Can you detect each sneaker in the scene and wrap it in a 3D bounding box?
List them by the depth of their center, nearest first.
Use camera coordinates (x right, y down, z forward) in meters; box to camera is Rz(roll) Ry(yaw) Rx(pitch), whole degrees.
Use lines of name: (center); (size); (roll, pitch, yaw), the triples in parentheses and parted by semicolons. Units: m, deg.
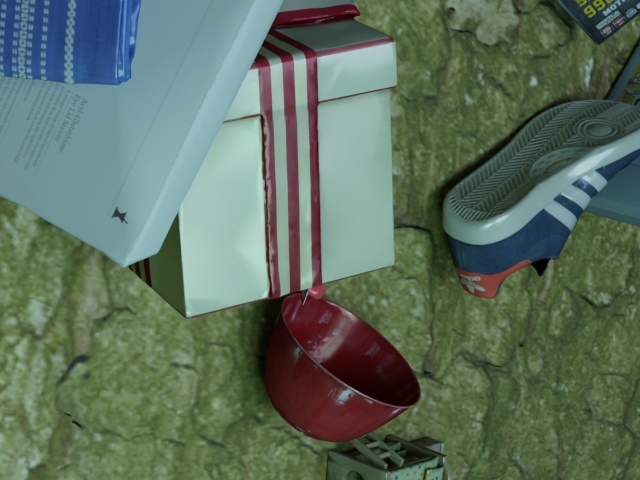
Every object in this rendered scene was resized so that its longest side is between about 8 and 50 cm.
sneaker: (0.279, -0.050, 2.136); (0.350, 0.131, 0.148); (-31, 131, -31)

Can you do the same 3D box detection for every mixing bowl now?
mixing bowl: (0.007, 0.151, 1.881); (0.181, 0.181, 0.098); (12, 122, -48)

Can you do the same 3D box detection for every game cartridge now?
game cartridge: (0.456, -0.151, 2.229); (0.297, 0.198, 0.062); (-59, 136, -17)

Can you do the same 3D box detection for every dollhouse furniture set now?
dollhouse furniture set: (0.109, 0.222, 2.040); (0.182, 0.101, 0.161); (-8, 108, -46)

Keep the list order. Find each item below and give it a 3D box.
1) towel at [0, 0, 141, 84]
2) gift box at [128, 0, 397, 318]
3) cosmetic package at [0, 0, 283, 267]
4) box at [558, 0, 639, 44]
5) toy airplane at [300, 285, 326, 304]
towel: (-0.294, -0.253, 1.325); (0.040, 0.336, 0.243); (-55, 151, -77)
gift box: (-0.097, -0.108, 1.613); (0.255, 0.276, 0.258); (-16, 118, -29)
cosmetic package: (-0.181, -0.212, 1.384); (0.377, 0.284, 0.097); (-62, 170, 12)
box: (0.373, -0.365, 2.090); (0.231, 0.056, 0.183); (-38, 139, 13)
toy airplane: (0.000, 0.000, 1.901); (0.151, 0.028, 0.151); (0, 91, -34)
